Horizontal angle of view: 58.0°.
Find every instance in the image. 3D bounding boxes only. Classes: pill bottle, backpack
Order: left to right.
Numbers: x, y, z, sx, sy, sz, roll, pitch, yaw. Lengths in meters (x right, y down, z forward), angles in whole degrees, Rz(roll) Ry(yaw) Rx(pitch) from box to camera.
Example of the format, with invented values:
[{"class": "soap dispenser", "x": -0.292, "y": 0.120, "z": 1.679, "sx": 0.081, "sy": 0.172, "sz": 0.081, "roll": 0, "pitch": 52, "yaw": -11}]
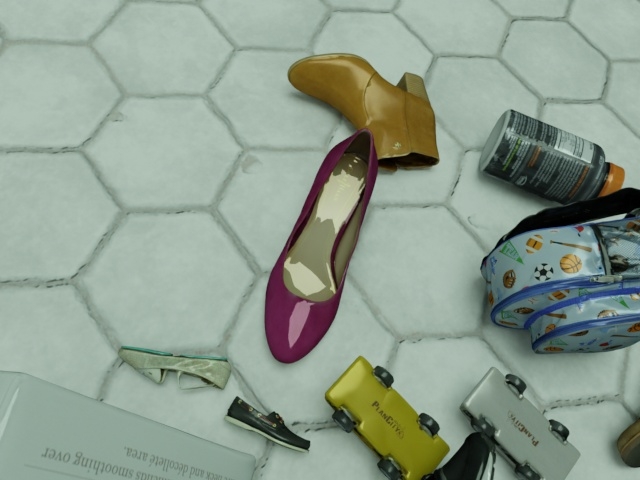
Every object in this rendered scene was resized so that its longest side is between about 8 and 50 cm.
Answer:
[{"class": "pill bottle", "x": 0.440, "y": -0.144, "z": 1.096, "sx": 0.246, "sy": 0.130, "sz": 0.130, "roll": 24, "pitch": 61, "yaw": 2}, {"class": "backpack", "x": 0.397, "y": 0.072, "z": 0.919, "sx": 0.263, "sy": 0.276, "sz": 0.213, "roll": 0, "pitch": 61, "yaw": 5}]

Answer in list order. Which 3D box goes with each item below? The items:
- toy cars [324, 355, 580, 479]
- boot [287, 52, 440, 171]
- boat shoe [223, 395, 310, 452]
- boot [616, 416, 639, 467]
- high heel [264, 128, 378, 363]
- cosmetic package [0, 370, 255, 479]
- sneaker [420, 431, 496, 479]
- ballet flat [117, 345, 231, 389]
[{"class": "toy cars", "x": 0.190, "y": 0.275, "z": 0.862, "sx": 0.394, "sy": 0.087, "sz": 0.176, "roll": 7, "pitch": 74, "yaw": -11}, {"class": "boot", "x": 0.084, "y": -0.237, "z": 1.096, "sx": 0.295, "sy": 0.104, "sz": 0.211, "roll": 5, "pitch": 62, "yaw": -12}, {"class": "boat shoe", "x": -0.073, "y": 0.268, "z": 0.836, "sx": 0.133, "sy": 0.049, "sz": 0.042, "roll": 23, "pitch": 69, "yaw": 8}, {"class": "boot", "x": 0.579, "y": 0.256, "z": 0.950, "sx": 0.305, "sy": 0.112, "sz": 0.115, "roll": -28, "pitch": 40, "yaw": -17}, {"class": "high heel", "x": 0.000, "y": 0.000, "z": 0.912, "sx": 0.127, "sy": 0.181, "sz": 0.377, "roll": 16, "pitch": 61, "yaw": -2}, {"class": "cosmetic package", "x": -0.311, "y": 0.354, "z": 0.524, "sx": 0.327, "sy": 0.329, "sz": 0.393, "roll": -6, "pitch": 57, "yaw": 28}, {"class": "sneaker", "x": 0.121, "y": 0.362, "z": 0.745, "sx": 0.124, "sy": 0.107, "sz": 0.283, "roll": 28, "pitch": 88, "yaw": 12}, {"class": "ballet flat", "x": -0.217, "y": 0.190, "z": 0.849, "sx": 0.168, "sy": 0.057, "sz": 0.052, "roll": 8, "pitch": 71, "yaw": -6}]
